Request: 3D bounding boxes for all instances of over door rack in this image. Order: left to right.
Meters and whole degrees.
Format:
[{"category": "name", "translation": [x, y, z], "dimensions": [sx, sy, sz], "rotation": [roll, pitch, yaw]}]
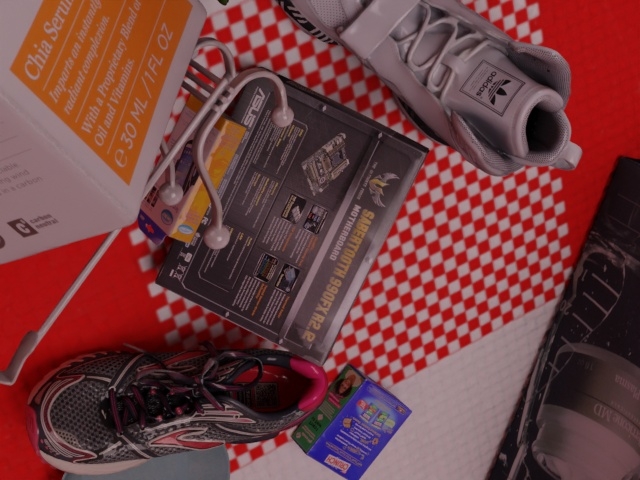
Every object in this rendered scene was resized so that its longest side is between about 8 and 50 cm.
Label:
[{"category": "over door rack", "translation": [-0.184, -0.037, 1.065], "dimensions": [0.324, 0.239, 0.108], "rotation": [-44, 123, -5]}]

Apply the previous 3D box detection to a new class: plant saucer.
[{"category": "plant saucer", "translation": [-0.189, 0.255, 1.326], "dimensions": [0.195, 0.037, 0.195], "rotation": [-13, 119, -25]}]

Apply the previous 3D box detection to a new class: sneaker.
[{"category": "sneaker", "translation": [-0.137, 0.148, 1.235], "dimensions": [0.299, 0.112, 0.121], "rotation": [-8, 79, -27]}, {"category": "sneaker", "translation": [0.104, -0.189, 1.179], "dimensions": [0.137, 0.210, 0.366], "rotation": [-50, 127, -1]}]

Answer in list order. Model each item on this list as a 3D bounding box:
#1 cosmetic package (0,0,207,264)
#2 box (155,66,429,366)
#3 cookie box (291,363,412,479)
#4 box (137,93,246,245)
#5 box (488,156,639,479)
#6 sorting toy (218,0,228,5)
[{"category": "cosmetic package", "translation": [-0.290, -0.211, 0.858], "dimensions": [0.453, 0.161, 0.230], "rotation": [46, 42, -37]}, {"category": "box", "translation": [-0.027, -0.023, 1.214], "dimensions": [0.183, 0.056, 0.231], "rotation": [26, 100, 3]}, {"category": "cookie box", "translation": [0.035, 0.207, 1.434], "dimensions": [0.107, 0.040, 0.092], "rotation": [-52, 128, 0]}, {"category": "box", "translation": [-0.124, -0.061, 1.186], "dimensions": [0.028, 0.081, 0.136], "rotation": [18, 103, -36]}, {"category": "box", "translation": [0.496, 0.217, 1.440], "dimensions": [0.297, 0.480, 0.472], "rotation": [9, 107, -32]}, {"category": "sorting toy", "translation": [-0.092, -0.256, 1.127], "dimensions": [0.042, 0.061, 0.102], "rotation": [13, 69, -6]}]
